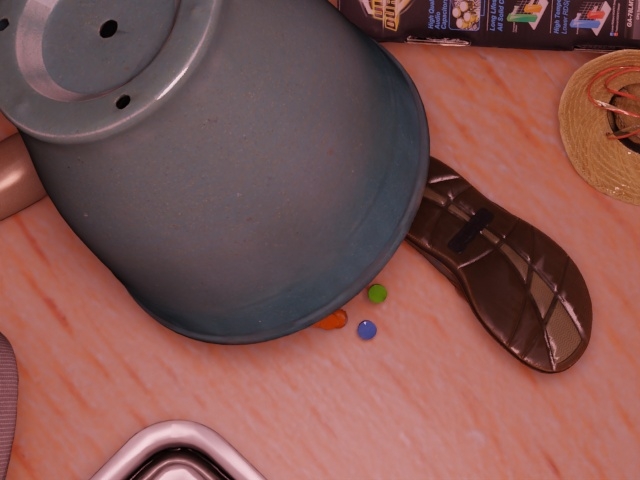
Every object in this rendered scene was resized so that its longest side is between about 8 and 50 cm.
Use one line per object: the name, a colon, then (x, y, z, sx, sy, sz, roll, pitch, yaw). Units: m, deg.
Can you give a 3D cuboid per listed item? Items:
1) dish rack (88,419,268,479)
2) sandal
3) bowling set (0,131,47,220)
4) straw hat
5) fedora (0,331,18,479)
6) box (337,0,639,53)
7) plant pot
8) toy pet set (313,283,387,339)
dish rack: (-0.122, 0.332, 1.448, 0.285, 0.072, 0.333, 43, 82, 8)
sandal: (0.125, 0.019, 1.522, 0.219, 0.060, 0.090, 40, 75, 21)
bowling set: (-0.328, -0.135, 1.471, 0.154, 0.200, 0.287, -35, 78, -12)
straw hat: (0.259, -0.103, 1.536, 0.144, 0.144, 0.061, 19, 38, 3)
fedora: (-0.305, 0.152, 1.429, 0.124, 0.243, 0.275, 23, 69, -26)
box: (0.162, -0.293, 1.494, 0.293, 0.073, 0.296, 3, 109, 5)
plant pot: (-0.095, -0.099, 1.386, 0.271, 0.255, 0.272, -12, 60, 22)
toy pet set: (0.000, 0.000, 1.526, 0.114, 0.065, 0.122, 13, 105, -10)
